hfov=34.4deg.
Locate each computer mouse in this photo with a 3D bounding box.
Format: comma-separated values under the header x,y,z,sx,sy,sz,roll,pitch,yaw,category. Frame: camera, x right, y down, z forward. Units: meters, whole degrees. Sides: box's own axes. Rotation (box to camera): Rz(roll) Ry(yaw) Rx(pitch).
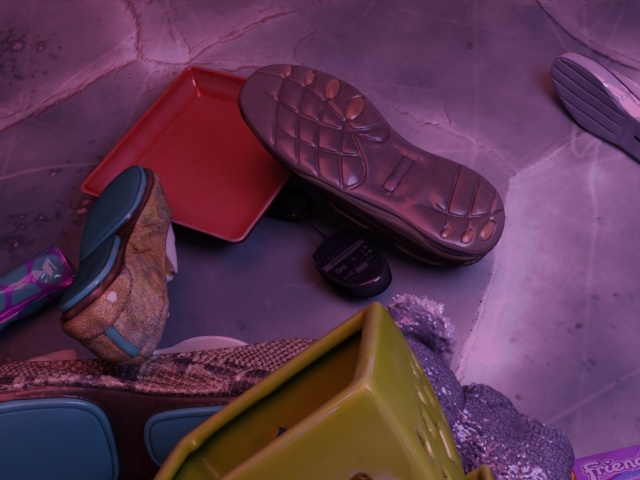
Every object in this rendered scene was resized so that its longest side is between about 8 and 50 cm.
x,y,z,sx,sy,sz,roll,pitch,yaw,category
0.000,0.000,1.265,0.071,0.041,0.242,-36,50,-15,computer mouse

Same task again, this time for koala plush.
x,y,z,sx,sy,sz,roll,pitch,yaw,category
0.104,0.172,0.956,0.196,0.203,0.221,-43,97,-27,koala plush

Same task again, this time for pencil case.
x,y,z,sx,sy,sz,roll,pitch,yaw,category
-0.362,0.068,1.230,0.151,0.065,0.070,-33,40,-18,pencil case

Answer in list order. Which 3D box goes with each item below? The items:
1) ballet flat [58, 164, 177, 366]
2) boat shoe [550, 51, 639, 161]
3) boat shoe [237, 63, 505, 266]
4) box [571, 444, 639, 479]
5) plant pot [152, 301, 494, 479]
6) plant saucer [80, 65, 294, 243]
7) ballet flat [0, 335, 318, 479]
x,y,z,sx,sy,sz,roll,pitch,yaw,category
-0.208,0.028,1.141,0.123,0.123,0.348,-9,25,0,ballet flat
0.396,-0.166,1.326,0.075,0.083,0.226,-28,65,-29,boat shoe
0.047,-0.073,1.225,0.355,0.130,0.132,37,67,13,boat shoe
0.347,0.255,0.926,0.293,0.057,0.201,-14,24,7,box
0.013,0.209,0.781,0.227,0.228,0.207,-37,96,11,plant pot
-0.135,-0.108,1.338,0.259,0.048,0.258,17,56,28,plant saucer
-0.200,0.178,1.091,0.482,0.164,0.182,-5,30,-5,ballet flat
